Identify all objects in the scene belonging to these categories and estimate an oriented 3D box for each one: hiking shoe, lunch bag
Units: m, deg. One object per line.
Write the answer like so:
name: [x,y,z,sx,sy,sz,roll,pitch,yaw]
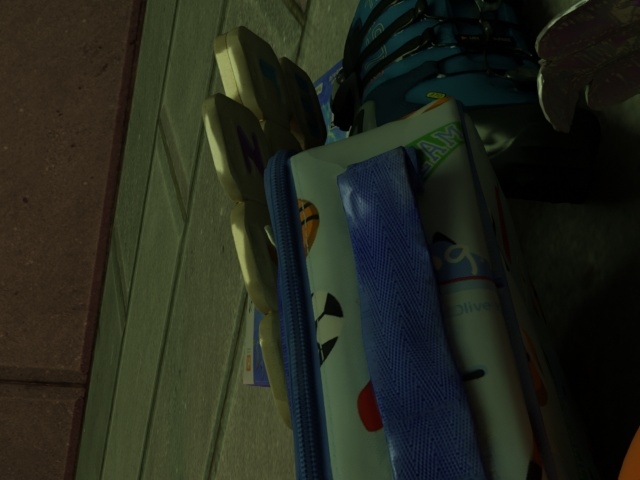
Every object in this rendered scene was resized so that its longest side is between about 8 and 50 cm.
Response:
hiking shoe: [0.070,-0.107,0.645,0.304,0.113,0.132,-130,47,-67]
lunch bag: [0.054,0.097,0.451,0.243,0.115,0.303,62,-167,-45]

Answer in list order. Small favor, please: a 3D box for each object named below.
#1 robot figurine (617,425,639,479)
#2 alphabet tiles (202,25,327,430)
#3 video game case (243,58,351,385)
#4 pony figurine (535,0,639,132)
robot figurine: [0.157,0.089,0.275,0.158,0.128,0.219,69,169,-16]
alphabet tiles: [0.001,0.022,0.663,0.278,0.021,0.284,15,-122,-72]
video game case: [0.000,0.000,0.936,0.269,0.061,0.244,157,116,-71]
pony figurine: [0.143,-0.135,0.232,0.351,0.303,0.363,-33,41,28]
